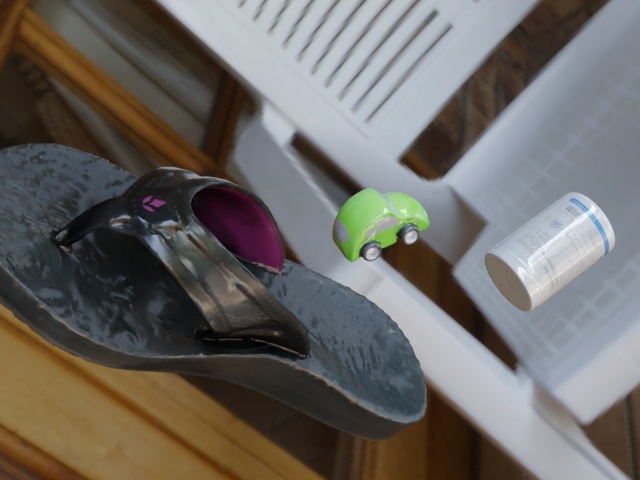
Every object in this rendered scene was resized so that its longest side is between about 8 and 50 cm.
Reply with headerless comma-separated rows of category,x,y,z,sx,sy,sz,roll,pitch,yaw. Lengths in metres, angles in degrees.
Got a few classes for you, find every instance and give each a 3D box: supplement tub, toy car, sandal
supplement tub,0.216,0.010,1.142,0.107,0.071,0.071,-35,24,-13
toy car,0.000,0.000,1.201,0.225,0.053,0.239,-25,42,-11
sandal,-0.060,0.023,0.887,0.107,0.445,0.168,-39,49,27
